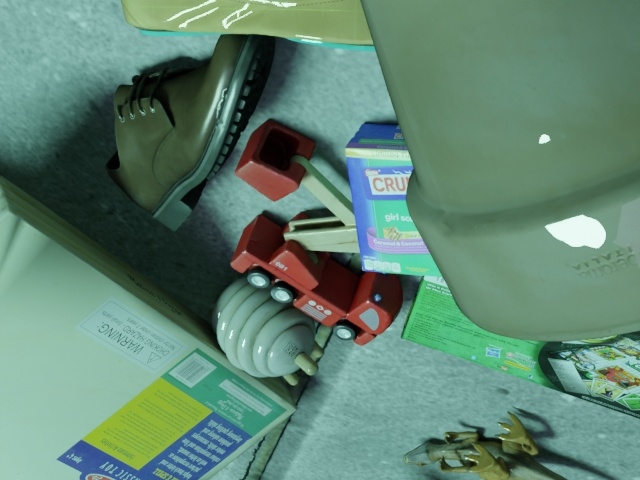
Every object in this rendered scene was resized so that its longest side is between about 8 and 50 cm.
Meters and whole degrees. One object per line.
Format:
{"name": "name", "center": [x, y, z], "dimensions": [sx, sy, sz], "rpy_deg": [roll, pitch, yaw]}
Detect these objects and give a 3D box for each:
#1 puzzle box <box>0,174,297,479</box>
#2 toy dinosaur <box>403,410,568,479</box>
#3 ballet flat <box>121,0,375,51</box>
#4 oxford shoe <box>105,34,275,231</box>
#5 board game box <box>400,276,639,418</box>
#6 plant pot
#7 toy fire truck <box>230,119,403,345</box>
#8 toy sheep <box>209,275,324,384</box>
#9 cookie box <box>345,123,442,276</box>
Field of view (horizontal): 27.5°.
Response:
{"name": "puzzle box", "center": [-0.230, 0.136, 1.095], "dimensions": [0.272, 0.052, 0.409], "rpy_deg": [-39, 139, 7]}
{"name": "toy dinosaur", "center": [0.180, 0.206, 1.201], "dimensions": [0.211, 0.064, 0.112], "rpy_deg": [16, 161, 21]}
{"name": "ballet flat", "center": [-0.026, -0.164, 0.828], "dimensions": [0.232, 0.080, 0.073], "rpy_deg": [5, 124, 18]}
{"name": "oxford shoe", "center": [-0.104, -0.089, 0.947], "dimensions": [0.096, 0.083, 0.227], "rpy_deg": [33, 140, -8]}
{"name": "board game box", "center": [0.202, 0.075, 1.045], "dimensions": [0.260, 0.030, 0.136], "rpy_deg": [19, 144, 3]}
{"name": "plant pot", "center": [0.133, -0.158, 0.603], "dimensions": [0.323, 0.323, 0.280], "rpy_deg": [-20, 111, 40]}
{"name": "toy fire truck", "center": [0.000, 0.000, 1.033], "dimensions": [0.192, 0.047, 0.135], "rpy_deg": [33, 139, -16]}
{"name": "toy sheep", "center": [-0.044, 0.077, 1.111], "dimensions": [0.132, 0.091, 0.091], "rpy_deg": [30, 152, 38]}
{"name": "cookie box", "center": [0.072, -0.028, 0.951], "dimensions": [0.092, 0.040, 0.107], "rpy_deg": [4, 124, 21]}
